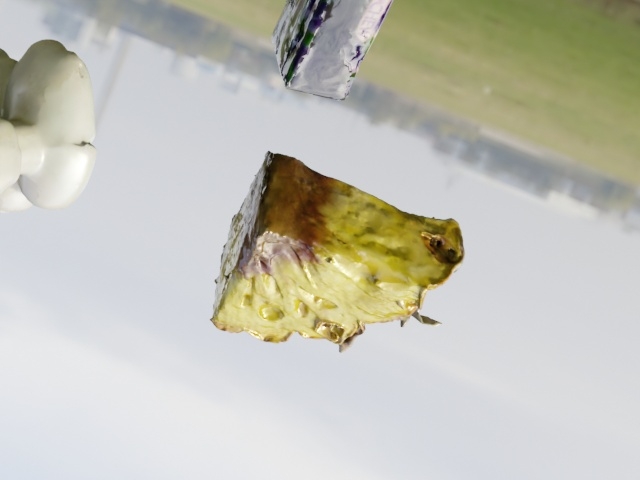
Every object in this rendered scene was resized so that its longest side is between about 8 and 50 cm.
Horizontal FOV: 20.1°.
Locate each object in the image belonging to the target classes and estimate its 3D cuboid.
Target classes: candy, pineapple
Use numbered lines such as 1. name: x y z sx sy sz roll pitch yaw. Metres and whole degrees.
1. candy: 0.047 -0.240 1.243 0.061 0.312 0.088 14 -145 -19
2. pineapple: 0.000 0.000 0.886 0.137 0.069 0.116 -7 146 25

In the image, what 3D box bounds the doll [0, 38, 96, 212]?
1. doll: -0.191 -0.050 0.744 0.271 0.144 0.208 -10 -177 -40
